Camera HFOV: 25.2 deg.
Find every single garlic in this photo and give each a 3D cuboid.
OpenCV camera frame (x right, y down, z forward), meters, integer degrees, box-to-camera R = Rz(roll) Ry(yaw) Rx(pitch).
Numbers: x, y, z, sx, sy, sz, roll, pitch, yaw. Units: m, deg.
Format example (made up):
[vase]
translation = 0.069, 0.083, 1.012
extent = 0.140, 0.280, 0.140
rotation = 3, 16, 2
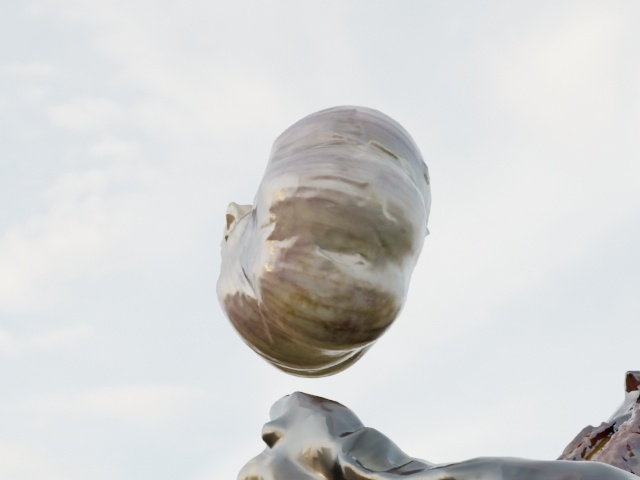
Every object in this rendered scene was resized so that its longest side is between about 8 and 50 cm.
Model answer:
[garlic]
translation = 0.000, 0.000, 0.738
extent = 0.102, 0.159, 0.147
rotation = 22, -75, 0

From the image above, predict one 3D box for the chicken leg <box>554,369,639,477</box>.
[chicken leg]
translation = 0.144, 0.230, 0.822
extent = 0.096, 0.407, 0.158
rotation = 3, -42, 26

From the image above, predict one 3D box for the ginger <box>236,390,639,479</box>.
[ginger]
translation = 0.052, 0.196, 0.517
extent = 0.269, 0.223, 0.200
rotation = 0, -32, 47
